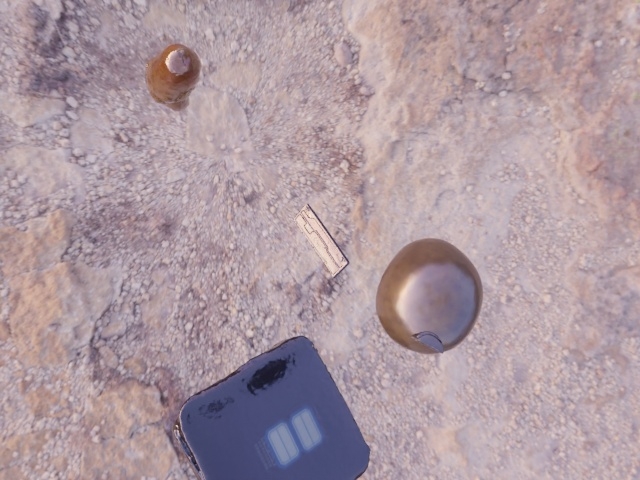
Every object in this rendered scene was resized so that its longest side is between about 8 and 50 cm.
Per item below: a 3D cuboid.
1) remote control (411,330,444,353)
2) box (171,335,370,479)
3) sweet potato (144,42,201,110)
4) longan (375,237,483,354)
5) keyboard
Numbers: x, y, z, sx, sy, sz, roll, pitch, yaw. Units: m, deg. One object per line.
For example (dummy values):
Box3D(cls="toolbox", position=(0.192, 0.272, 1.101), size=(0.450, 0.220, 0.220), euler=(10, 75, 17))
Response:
Box3D(cls="remote control", position=(0.117, 0.108, 0.621), size=(0.034, 0.091, 0.016), euler=(25, 85, 7))
Box3D(cls="box", position=(-0.093, 0.420, 1.204), size=(0.350, 0.091, 0.359), euler=(-29, 91, -30))
Box3D(cls="sweet potato", position=(-0.314, -0.329, 1.198), size=(0.109, 0.385, 0.109), euler=(0, 91, -17))
Box3D(cls="longan", position=(0.165, 0.088, 0.924), size=(0.159, 0.204, 0.185), euler=(19, 80, -31))
Box3D(cls="keyboard", position=(0.000, 0.000, 1.127), size=(0.053, 0.010, 0.155), euler=(-46, 67, 30))
